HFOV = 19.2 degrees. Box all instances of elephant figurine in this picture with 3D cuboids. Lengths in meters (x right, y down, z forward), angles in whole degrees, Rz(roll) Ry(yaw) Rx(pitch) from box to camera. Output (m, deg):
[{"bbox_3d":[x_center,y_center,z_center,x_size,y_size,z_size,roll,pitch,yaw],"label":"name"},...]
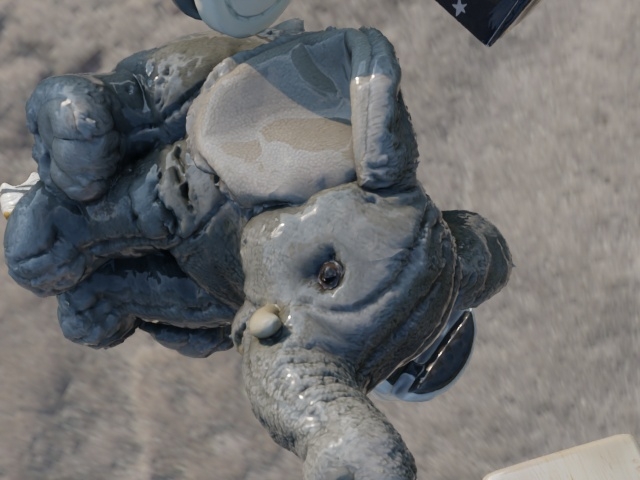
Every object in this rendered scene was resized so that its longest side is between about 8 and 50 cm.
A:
[{"bbox_3d":[0.000,0.000,0.781,0.239,0.169,0.186,14,96,41],"label":"elephant figurine"}]

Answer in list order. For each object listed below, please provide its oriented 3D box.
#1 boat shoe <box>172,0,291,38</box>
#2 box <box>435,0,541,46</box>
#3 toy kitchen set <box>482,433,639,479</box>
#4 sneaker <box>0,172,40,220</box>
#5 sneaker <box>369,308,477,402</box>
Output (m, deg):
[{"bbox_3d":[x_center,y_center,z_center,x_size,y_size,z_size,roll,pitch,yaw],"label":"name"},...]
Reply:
[{"bbox_3d":[-0.051,-0.244,0.762,0.099,0.116,0.319,9,108,30],"label":"boat shoe"},{"bbox_3d":[0.107,-0.301,1.452,0.247,0.142,0.163,42,121,3],"label":"box"},{"bbox_3d":[0.165,0.137,0.635,0.207,0.166,0.122,-15,58,-9],"label":"toy kitchen set"},{"bbox_3d":[-0.220,-0.042,1.537,0.083,0.032,0.037,-15,64,-22],"label":"sneaker"},{"bbox_3d":[-0.029,0.011,1.299,0.292,0.118,0.110,43,74,3],"label":"sneaker"}]
